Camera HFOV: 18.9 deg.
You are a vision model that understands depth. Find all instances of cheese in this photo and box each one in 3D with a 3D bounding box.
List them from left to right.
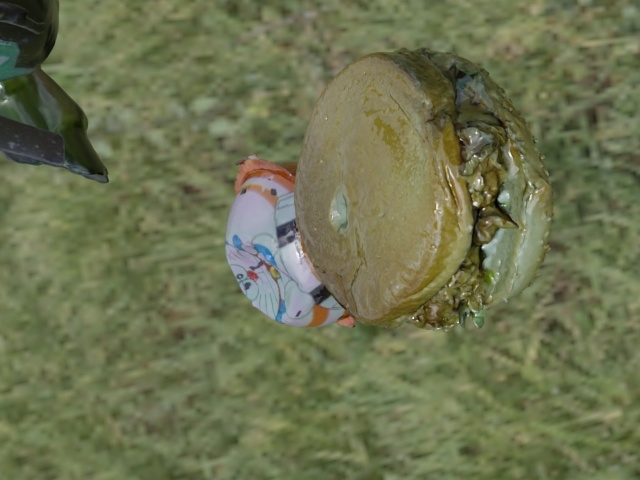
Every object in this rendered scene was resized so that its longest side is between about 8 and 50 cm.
[{"bbox_3d":[0.000,0.000,2.014,0.329,0.129,0.217,-3,120,61],"label":"cheese"}]

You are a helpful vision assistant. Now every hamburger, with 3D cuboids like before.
[{"bbox_3d":[0.072,-0.043,1.381,0.215,0.122,0.189,44,130,47],"label":"hamburger"}]

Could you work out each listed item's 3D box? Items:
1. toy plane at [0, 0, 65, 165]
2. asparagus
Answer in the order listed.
[{"bbox_3d":[-0.241,-0.100,0.726,0.155,0.382,0.106,-36,60,45],"label":"toy plane"},{"bbox_3d":[-0.242,-0.141,1.342,0.287,0.080,0.080,60,138,19],"label":"asparagus"}]
